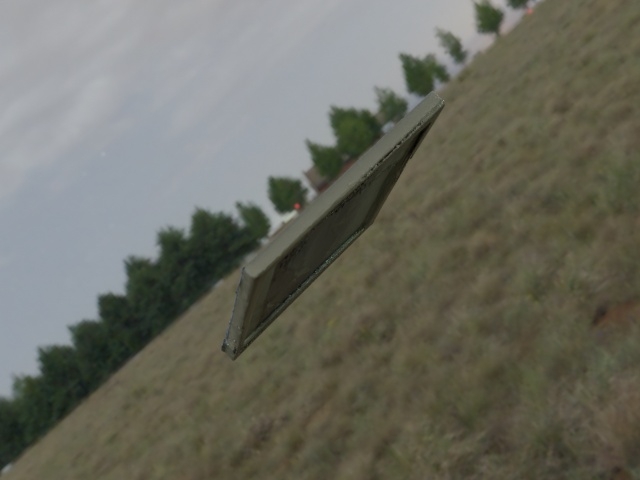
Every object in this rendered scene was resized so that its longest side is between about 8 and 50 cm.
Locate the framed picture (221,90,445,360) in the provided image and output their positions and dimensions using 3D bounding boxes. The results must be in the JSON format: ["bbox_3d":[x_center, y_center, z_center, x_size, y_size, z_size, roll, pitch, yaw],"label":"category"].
[{"bbox_3d":[0.000,0.000,1.009,0.247,0.022,0.335,-44,-7,-19],"label":"framed picture"}]
